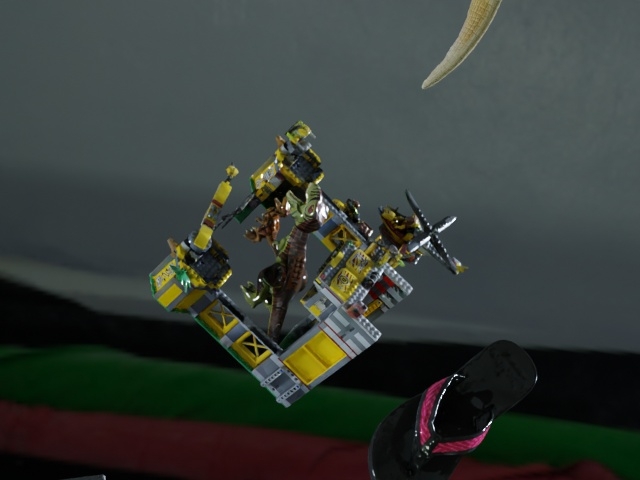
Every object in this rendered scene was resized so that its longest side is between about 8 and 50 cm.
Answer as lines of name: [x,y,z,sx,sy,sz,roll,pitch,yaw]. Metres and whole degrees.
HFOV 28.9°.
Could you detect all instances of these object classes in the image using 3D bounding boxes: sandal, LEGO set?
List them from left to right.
LEGO set: [0.000,0.000,1.318,0.255,0.192,0.331,51,-139,2]
sandal: [0.104,0.133,0.959,0.179,0.067,0.040,-38,173,-27]

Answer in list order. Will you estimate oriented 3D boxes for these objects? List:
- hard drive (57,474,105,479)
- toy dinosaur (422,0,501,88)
hard drive: [-0.192,0.351,1.035,0.064,0.237,0.339,-6,-176,-8]
toy dinosaur: [0.071,-0.145,0.406,0.092,0.183,0.053,2,-167,30]
